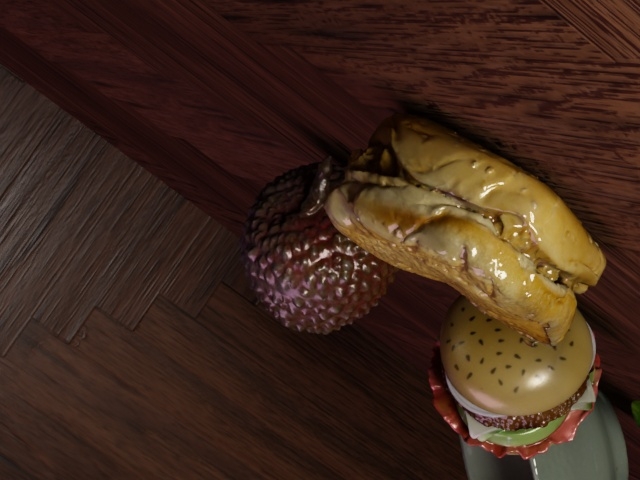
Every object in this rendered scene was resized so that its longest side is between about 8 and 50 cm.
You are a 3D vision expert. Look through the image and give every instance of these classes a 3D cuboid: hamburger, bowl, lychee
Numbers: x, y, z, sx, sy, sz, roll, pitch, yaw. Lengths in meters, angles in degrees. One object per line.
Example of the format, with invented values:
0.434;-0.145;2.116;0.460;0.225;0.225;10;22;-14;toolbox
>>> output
0.184;0.114;1.882;0.175;0.175;0.137;33;162;20;hamburger
0.271;0.249;2.332;0.289;0.146;0.289;169;90;-78;bowl
0.000;0.000;1.941;0.165;0.165;0.197;31;150;32;lychee
0.109;-0.009;1.505;0.214;0.108;0.214;35;176;3;hamburger

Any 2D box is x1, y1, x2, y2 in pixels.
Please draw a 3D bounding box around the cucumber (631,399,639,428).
0.387;0.212;2.126;0.039;0.039;0.168;38;176;-34;cucumber
